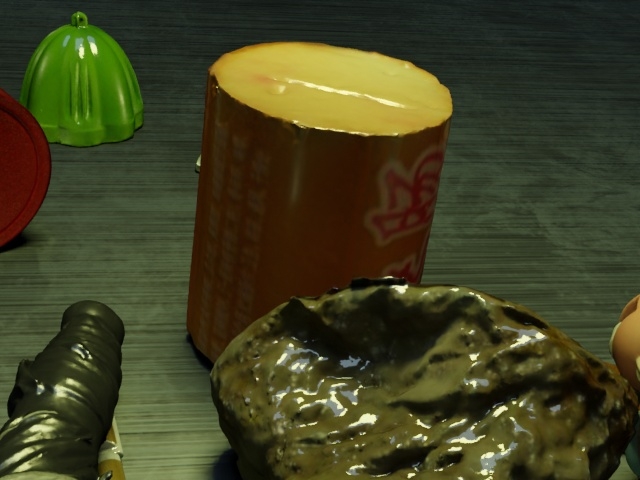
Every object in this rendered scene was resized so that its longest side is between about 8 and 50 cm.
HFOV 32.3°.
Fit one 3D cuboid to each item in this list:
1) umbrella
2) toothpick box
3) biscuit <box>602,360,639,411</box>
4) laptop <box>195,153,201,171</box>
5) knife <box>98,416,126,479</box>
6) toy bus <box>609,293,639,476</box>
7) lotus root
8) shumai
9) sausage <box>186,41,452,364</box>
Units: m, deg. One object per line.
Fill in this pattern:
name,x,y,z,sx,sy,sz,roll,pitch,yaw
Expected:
umbrella,-0.207,0.168,0.861,0.113,0.106,0.358,11,28,-6
toothpick box,-0.475,-0.135,1.298,0.204,0.204,0.333,-13,32,-32
biscuit,0.239,0.151,1.054,0.175,0.026,0.124,5,26,-1
laptop,-0.064,-0.146,1.595,0.187,0.015,0.269,7,27,3
knife,-0.191,0.176,0.936,0.046,0.022,0.256,-10,30,-15
toy bus,0.353,0.125,0.880,0.232,0.288,0.194,-2,27,24
lotus root,-0.342,-0.243,1.569,0.186,0.186,0.186,4,27,-2
shumai,0.072,0.196,0.849,0.346,0.217,0.283,-1,57,10
sausage,-0.003,-0.022,1.067,0.233,0.287,0.233,7,30,-4
